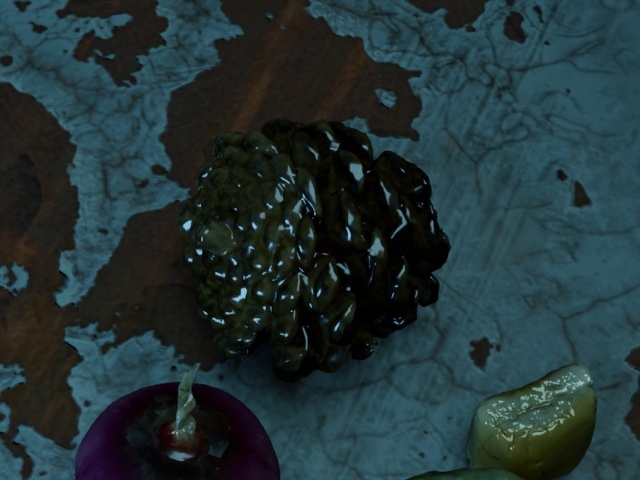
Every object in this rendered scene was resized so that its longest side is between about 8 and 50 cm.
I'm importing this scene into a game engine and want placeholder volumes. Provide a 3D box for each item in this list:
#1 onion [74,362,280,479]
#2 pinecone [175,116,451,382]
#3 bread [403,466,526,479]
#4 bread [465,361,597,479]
[{"bbox_3d":[-0.122,0.203,1.278,0.177,0.153,0.177,2,73,-7],"label":"onion"},{"bbox_3d":[0.002,0.006,1.364,0.257,0.243,0.243,4,60,-12],"label":"pinecone"},{"bbox_3d":[0.096,0.312,1.173,0.395,0.239,0.264,-14,57,-41],"label":"bread"},{"bbox_3d":[0.196,0.177,1.361,0.125,0.106,0.082,-21,64,-16],"label":"bread"}]
